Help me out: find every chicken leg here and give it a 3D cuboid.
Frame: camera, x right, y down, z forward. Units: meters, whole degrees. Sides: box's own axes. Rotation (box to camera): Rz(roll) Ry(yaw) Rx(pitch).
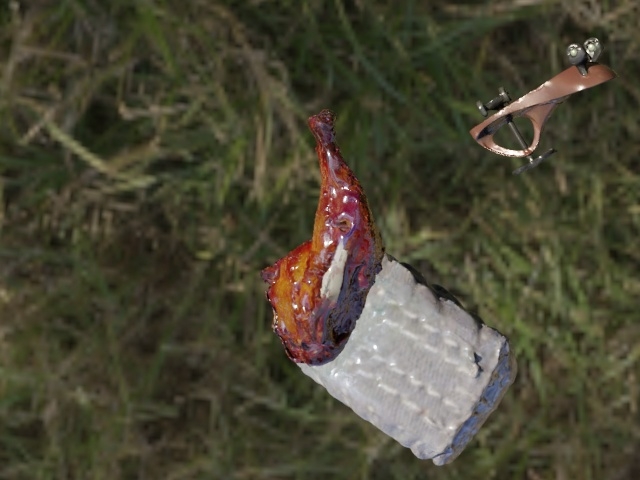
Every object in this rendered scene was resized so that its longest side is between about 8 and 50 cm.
[{"bbox_3d":[0.006,0.004,1.293,0.093,0.205,0.053,22,-168,13],"label":"chicken leg"}]

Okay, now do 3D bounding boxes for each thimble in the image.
[{"bbox_3d":[0.098,0.126,1.836,0.172,0.236,0.205,-55,147,6],"label":"thimble"}]

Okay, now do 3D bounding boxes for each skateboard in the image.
[{"bbox_3d":[0.211,-0.121,1.523,0.151,0.080,0.067,-31,178,28],"label":"skateboard"}]
